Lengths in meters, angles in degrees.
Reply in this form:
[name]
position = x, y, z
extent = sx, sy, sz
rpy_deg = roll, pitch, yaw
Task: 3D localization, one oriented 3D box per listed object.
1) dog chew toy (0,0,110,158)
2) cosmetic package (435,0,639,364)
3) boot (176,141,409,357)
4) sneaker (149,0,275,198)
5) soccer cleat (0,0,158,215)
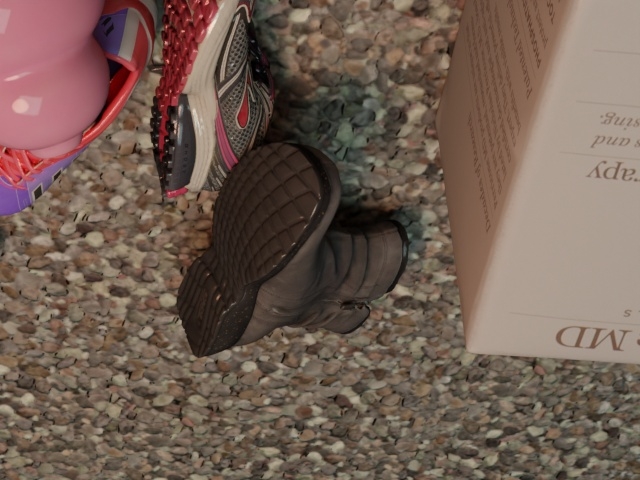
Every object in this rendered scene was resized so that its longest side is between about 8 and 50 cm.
[dog chew toy]
position = -0.272, -0.225, 1.126
extent = 0.207, 0.206, 0.331
rpy_deg = -12, 113, 9
[cosmetic package]
position = 0.305, -0.137, 1.181
extent = 0.329, 0.327, 0.393
rpy_deg = 4, 134, -6
[boot]
position = 0.000, 0.000, 1.407
extent = 0.223, 0.118, 0.338
rpy_deg = -8, 156, -30
[sneaker]
position = -0.093, -0.167, 1.294
extent = 0.112, 0.121, 0.299
rpy_deg = -5, 142, -17
[soccer cleat]
position = -0.265, -0.116, 1.324
extent = 0.109, 0.116, 0.318
rpy_deg = 28, 126, -25
